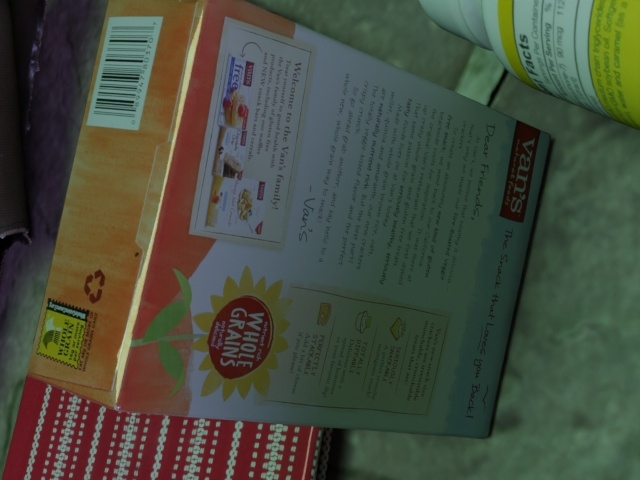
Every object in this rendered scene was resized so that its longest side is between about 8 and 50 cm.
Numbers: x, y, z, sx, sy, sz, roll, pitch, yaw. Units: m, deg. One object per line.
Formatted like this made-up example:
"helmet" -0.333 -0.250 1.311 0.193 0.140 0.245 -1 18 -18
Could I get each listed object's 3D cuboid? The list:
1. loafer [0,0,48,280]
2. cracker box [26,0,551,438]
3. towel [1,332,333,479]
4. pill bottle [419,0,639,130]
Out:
"loafer" -0.250 -0.043 0.843 0.130 0.134 0.366 22 106 20
"cracker box" 0.000 0.000 0.513 0.067 0.232 0.156 10 87 44
"towel" -0.103 0.141 0.702 0.274 0.031 0.199 -5 69 40
"pill bottle" 0.143 -0.106 0.486 0.208 0.119 0.119 32 102 41
